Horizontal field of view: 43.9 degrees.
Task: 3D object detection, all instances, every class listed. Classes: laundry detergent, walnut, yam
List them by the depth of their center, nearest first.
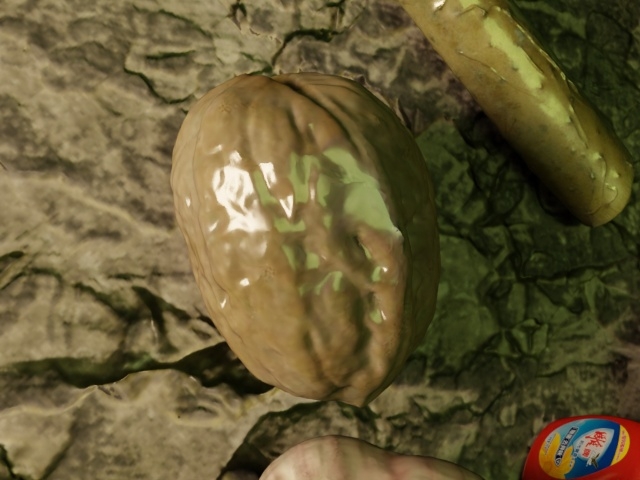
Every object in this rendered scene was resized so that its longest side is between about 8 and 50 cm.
[{"bbox_3d":[-0.002,0.000,0.523,0.178,0.178,0.231,-18,95,-24],"label":"walnut"},{"bbox_3d":[0.222,0.176,0.585,0.049,0.165,0.097,40,69,-14],"label":"laundry detergent"},{"bbox_3d":[0.131,-0.167,0.650,0.371,0.083,0.083,47,68,-10],"label":"yam"}]

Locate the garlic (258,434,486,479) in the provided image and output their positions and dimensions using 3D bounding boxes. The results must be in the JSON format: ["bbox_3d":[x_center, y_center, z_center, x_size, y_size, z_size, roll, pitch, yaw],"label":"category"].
[{"bbox_3d":[0.033,0.275,0.435,0.317,0.259,0.318,0,90,-7],"label":"garlic"}]
